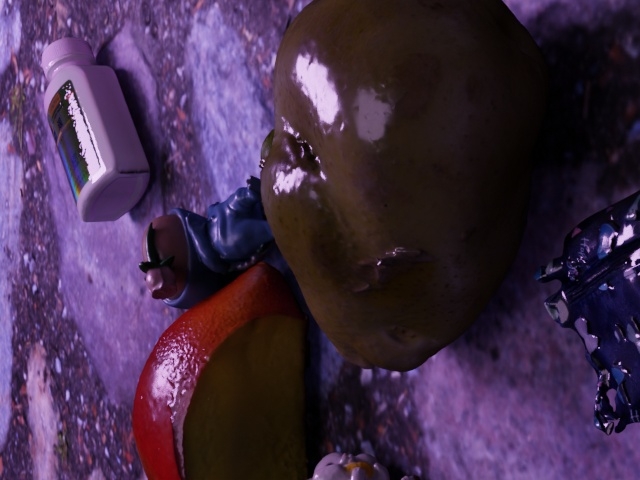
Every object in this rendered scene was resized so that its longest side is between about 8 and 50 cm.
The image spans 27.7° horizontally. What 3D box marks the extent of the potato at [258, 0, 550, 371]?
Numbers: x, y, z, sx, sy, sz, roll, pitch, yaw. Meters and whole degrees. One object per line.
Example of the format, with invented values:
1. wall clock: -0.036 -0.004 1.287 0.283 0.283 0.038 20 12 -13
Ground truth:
1. potato: 0.061 -0.042 0.992 0.218 0.202 0.351 32 132 35

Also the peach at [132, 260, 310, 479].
1. peach: -0.103 0.155 1.259 0.159 0.154 0.267 7 99 55

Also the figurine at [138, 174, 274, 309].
1. figurine: -0.119 0.003 1.288 0.178 0.144 0.114 -35 68 37

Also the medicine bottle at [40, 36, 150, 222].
1. medicine bottle: -0.272 -0.138 1.531 0.115 0.078 0.219 -50 54 45

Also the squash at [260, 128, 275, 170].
1. squash: 0.000 0.000 1.178 0.066 0.066 0.252 -51 54 43

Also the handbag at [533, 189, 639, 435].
1. handbag: 0.248 0.022 0.793 0.260 0.113 0.162 -38 68 56

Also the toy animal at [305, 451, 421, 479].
1. toy animal: 0.032 0.224 1.152 0.124 0.071 0.085 32 137 39
